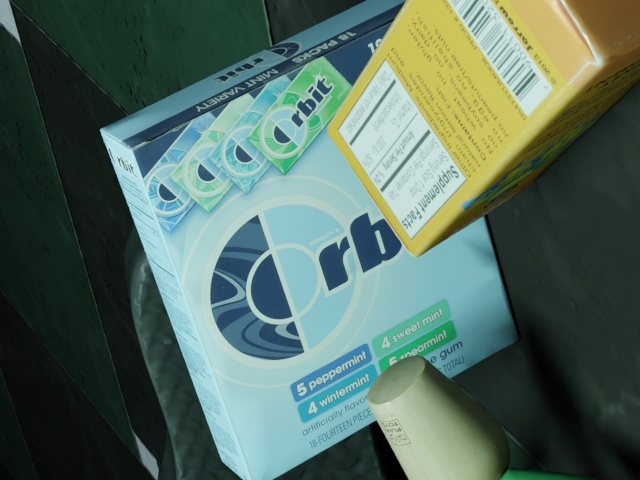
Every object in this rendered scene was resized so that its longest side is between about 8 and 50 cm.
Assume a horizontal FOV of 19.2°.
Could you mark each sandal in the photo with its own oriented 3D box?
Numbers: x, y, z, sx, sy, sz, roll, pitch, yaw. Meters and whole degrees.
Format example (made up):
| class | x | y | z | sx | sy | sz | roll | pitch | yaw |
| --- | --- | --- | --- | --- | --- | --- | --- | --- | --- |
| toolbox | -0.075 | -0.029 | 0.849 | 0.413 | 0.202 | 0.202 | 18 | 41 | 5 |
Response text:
| class | x | y | z | sx | sy | sz | roll | pitch | yaw |
| --- | --- | --- | --- | --- | --- | --- | --- | --- | --- |
| sandal | -0.033 | 0.121 | 1.189 | 0.107 | 0.167 | 0.446 | -102 | 9 | -49 |

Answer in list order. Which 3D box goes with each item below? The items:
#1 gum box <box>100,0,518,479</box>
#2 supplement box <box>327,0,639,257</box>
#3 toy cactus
| class | x | y | z | sx | sy | sz | roll | pitch | yaw |
| --- | --- | --- | --- | --- | --- | --- | --- | --- | --- |
| gum box | 0.000 | 0.000 | 0.887 | 0.041 | 0.157 | 0.184 | 31 | 145 | 56 |
| supplement box | 0.074 | -0.071 | 0.730 | 0.080 | 0.078 | 0.233 | 57 | 161 | 5 |
| toy cactus | 0.079 | 0.136 | 0.895 | 0.180 | 0.112 | 0.219 | 51 | 158 | -19 |
